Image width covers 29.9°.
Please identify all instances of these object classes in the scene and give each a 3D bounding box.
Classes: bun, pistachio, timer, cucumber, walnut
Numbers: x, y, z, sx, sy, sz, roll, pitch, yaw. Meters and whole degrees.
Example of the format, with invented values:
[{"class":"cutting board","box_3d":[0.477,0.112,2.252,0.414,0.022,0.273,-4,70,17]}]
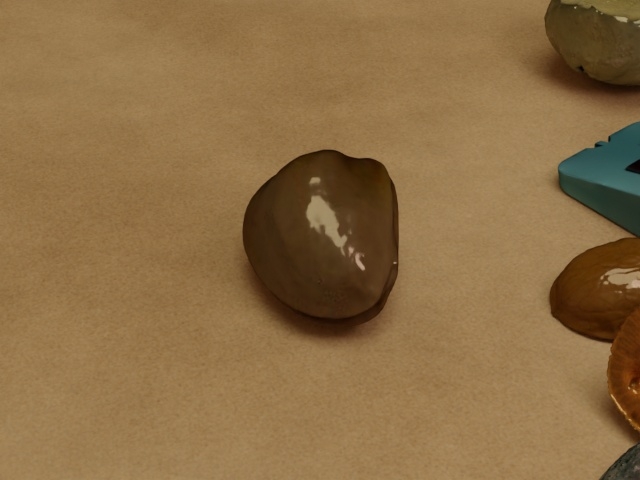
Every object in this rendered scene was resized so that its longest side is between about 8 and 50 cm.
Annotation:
[{"class":"bun","box_3d":[0.509,-0.344,2.015,0.259,0.152,0.259,2,25,-1]},{"class":"pistachio","box_3d":[0.000,0.000,1.599,0.213,0.163,0.260,-14,50,15]},{"class":"timer","box_3d":[0.510,-0.089,1.786,0.232,0.091,0.250,-27,35,-28]},{"class":"cucumber","box_3d":[0.347,0.271,1.334,0.064,0.064,0.112,26,43,29]},{"class":"walnut","box_3d":[0.410,0.052,1.580,0.211,0.087,0.167,-10,44,-12]}]

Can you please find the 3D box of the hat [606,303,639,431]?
[{"class":"hat","box_3d":[0.512,0.156,1.431,0.233,0.244,0.233,3,60,-46]}]
